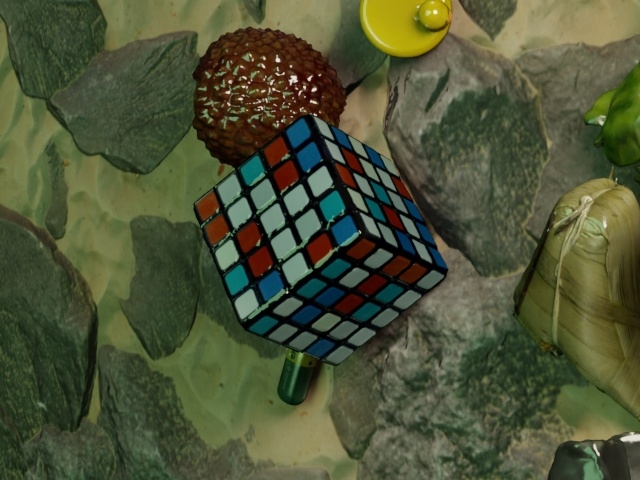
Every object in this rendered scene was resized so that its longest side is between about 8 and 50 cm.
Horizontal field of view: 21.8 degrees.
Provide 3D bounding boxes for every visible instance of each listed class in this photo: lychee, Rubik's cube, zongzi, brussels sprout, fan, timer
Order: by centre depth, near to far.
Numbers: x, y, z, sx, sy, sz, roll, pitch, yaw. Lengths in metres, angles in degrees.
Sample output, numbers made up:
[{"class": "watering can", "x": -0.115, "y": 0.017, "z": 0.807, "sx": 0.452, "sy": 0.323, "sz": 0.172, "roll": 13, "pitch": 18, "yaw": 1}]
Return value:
[{"class": "brussels sprout", "x": 0.332, "y": -0.127, "z": 1.570, "sx": 0.181, "sy": 0.100, "sz": 0.139, "roll": 146, "pitch": 140, "yaw": -66}, {"class": "zongzi", "x": 0.280, "y": 0.059, "z": 1.587, "sx": 0.197, "sy": 0.099, "sz": 0.194, "roll": 50, "pitch": 145, "yaw": 32}, {"class": "Rubik's cube", "x": 0.000, "y": 0.000, "z": 1.839, "sx": 0.187, "sy": 0.182, "sz": 0.184, "roll": -40, "pitch": 54, "yaw": 18}, {"class": "timer", "x": 0.096, "y": -0.255, "z": 1.850, "sx": 0.107, "sy": 0.109, "sz": 0.107, "roll": 0, "pitch": 93, "yaw": 7}, {"class": "lychee", "x": -0.059, "y": -0.169, "z": 1.971, "sx": 0.188, "sy": 0.188, "sz": 0.188, "roll": -10, "pitch": 77, "yaw": 48}, {"class": "fan", "x": -0.017, "y": 0.122, "z": 1.977, "sx": 0.082, "sy": 0.039, "sz": 0.155, "roll": 28, "pitch": 106, "yaw": 46}]

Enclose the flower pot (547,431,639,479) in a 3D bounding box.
[{"class": "flower pot", "x": 0.271, "y": 0.301, "z": 1.419, "sx": 0.299, "sy": 0.299, "sz": 0.283, "roll": -3, "pitch": 88, "yaw": 49}]
